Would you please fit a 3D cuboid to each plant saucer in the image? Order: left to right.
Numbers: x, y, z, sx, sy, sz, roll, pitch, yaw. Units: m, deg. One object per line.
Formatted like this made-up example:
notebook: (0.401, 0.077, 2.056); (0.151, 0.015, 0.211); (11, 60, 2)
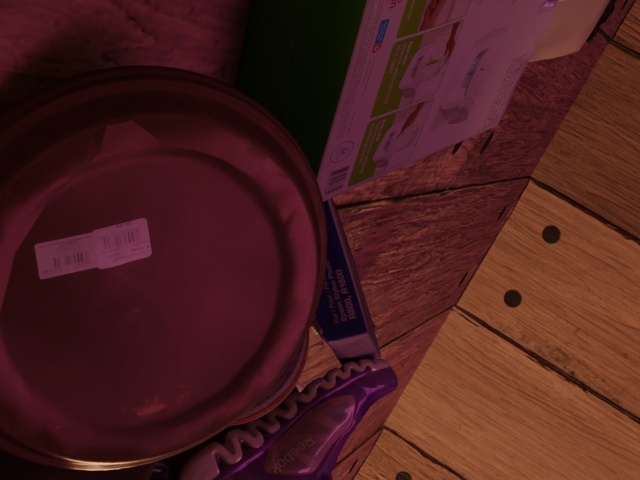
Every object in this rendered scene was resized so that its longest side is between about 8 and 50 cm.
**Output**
plant saucer: (-0.115, 0.030, 0.722); (0.278, 0.041, 0.278); (-11, 116, -23)

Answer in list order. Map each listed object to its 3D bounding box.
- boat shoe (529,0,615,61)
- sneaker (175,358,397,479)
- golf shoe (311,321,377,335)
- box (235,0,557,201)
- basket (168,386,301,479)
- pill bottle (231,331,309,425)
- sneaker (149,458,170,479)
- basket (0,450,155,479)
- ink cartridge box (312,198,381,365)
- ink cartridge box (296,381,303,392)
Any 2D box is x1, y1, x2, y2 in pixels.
boat shoe: (0.136, -0.259, 1.198); (0.340, 0.158, 0.127); (-11, 144, -32)
sneaker: (-0.015, 0.198, 1.078); (0.236, 0.104, 0.095); (-30, 166, -25)
golf shoe: (0.051, 0.130, 1.771); (0.069, 0.086, 0.176); (-64, 167, 16)
box: (0.070, -0.186, 0.932); (0.231, 0.127, 0.262); (-26, 150, -31)
basket: (-0.138, 0.283, 1.181); (0.299, 0.213, 0.223); (-47, 162, -36)
pill bottle: (-0.097, 0.050, 0.931); (0.162, 0.162, 0.278); (-54, 166, -14)
sneaker: (-0.237, 0.227, 1.004); (0.226, 0.163, 0.086); (-7, 150, -17)
basket: (-0.228, 0.189, 0.821); (0.227, 0.154, 0.204); (-43, 158, -57)
ink cartridge box: (0.000, 0.000, 1.088); (0.045, 0.223, 0.224); (-18, 165, 3)
ink cartridge box: (-0.127, 0.221, 1.472); (0.181, 0.056, 0.225); (-56, 147, -7)
